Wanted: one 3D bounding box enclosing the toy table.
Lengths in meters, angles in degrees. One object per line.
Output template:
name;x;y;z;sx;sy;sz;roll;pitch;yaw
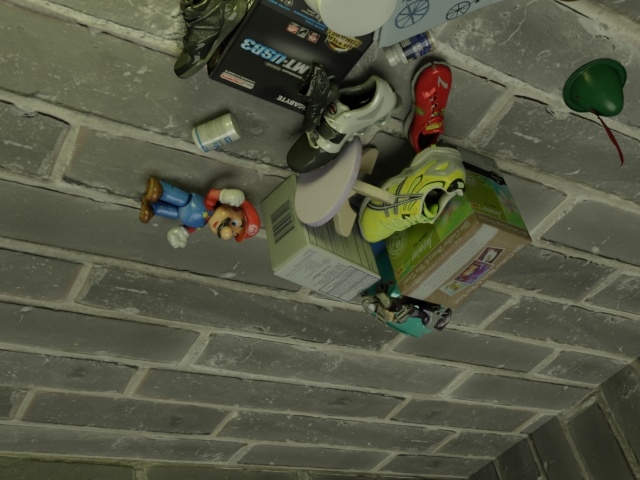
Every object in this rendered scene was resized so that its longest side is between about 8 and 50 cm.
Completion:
toy table;0.058;-0.149;1.982;0.161;0.252;0.274;27;93;-46

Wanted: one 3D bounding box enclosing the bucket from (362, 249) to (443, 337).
bucket;0.268;0.149;2.358;0.183;0.281;0.281;24;130;-18

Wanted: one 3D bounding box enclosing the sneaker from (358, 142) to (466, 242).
sneaker;0.233;-0.098;2.006;0.145;0.147;0.384;14;139;-31

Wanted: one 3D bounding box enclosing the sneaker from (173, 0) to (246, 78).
sneaker;-0.274;-0.459;1.616;0.130;0.087;0.227;24;125;-35

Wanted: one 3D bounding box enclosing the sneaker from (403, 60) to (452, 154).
sneaker;0.288;-0.329;1.910;0.107;0.118;0.279;-7;141;-9

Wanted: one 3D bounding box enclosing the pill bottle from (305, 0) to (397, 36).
pill bottle;0.036;-0.539;1.410;0.188;0.333;0.188;-8;141;-7

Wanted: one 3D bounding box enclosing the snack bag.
snack bag;0.280;-0.557;1.573;0.343;0.037;0.323;-23;164;-9

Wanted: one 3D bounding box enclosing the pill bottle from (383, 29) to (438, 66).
pill bottle;0.212;-0.460;1.771;0.120;0.067;0.067;-25;140;13

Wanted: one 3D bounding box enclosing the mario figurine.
mario figurine;-0.315;-0.061;2.007;0.321;0.170;0.198;12;169;-18

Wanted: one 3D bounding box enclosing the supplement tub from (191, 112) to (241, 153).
supplement tub;-0.259;-0.266;1.861;0.107;0.071;0.071;-21;141;10

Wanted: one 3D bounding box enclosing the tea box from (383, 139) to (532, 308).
tea box;0.364;-0.041;2.118;0.220;0.323;0.329;16;132;-32

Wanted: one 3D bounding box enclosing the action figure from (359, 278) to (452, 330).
action figure;0.234;0.183;2.146;0.285;0.185;0.099;8;123;-27

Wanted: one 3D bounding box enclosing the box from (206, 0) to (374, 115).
box;-0.064;-0.443;1.709;0.296;0.073;0.293;17;131;-32

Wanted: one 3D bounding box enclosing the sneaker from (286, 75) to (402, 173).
sneaker;0.033;-0.299;1.856;0.331;0.122;0.146;-36;150;10

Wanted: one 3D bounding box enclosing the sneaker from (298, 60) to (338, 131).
sneaker;-0.022;-0.336;1.760;0.089;0.051;0.170;14;130;-33

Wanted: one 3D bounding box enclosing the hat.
hat;0.768;-0.347;1.979;0.209;0.183;0.173;21;130;-35

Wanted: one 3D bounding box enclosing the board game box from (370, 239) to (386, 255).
board game box;0.157;-0.005;2.332;0.133;0.033;0.168;9;141;-33

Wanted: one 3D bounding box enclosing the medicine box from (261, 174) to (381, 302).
medicine box;0.000;0.000;2.105;0.289;0.263;0.149;26;127;-38
